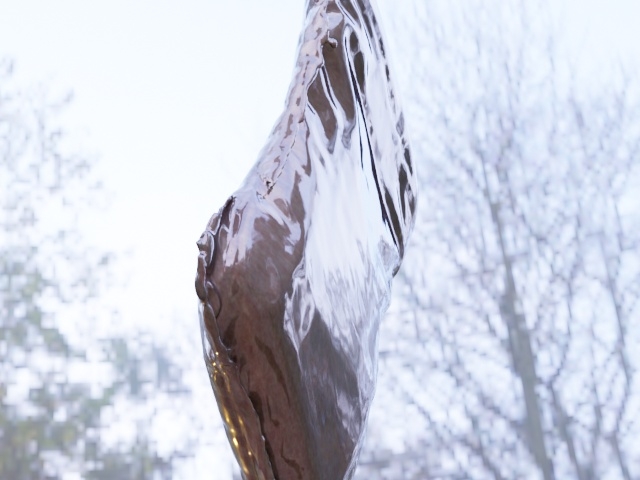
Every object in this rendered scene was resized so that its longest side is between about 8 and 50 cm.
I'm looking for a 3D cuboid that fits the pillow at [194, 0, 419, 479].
[{"bbox_3d":[0.001,0.002,0.563,0.034,0.211,0.135,-5,-55,17],"label":"pillow"}]
